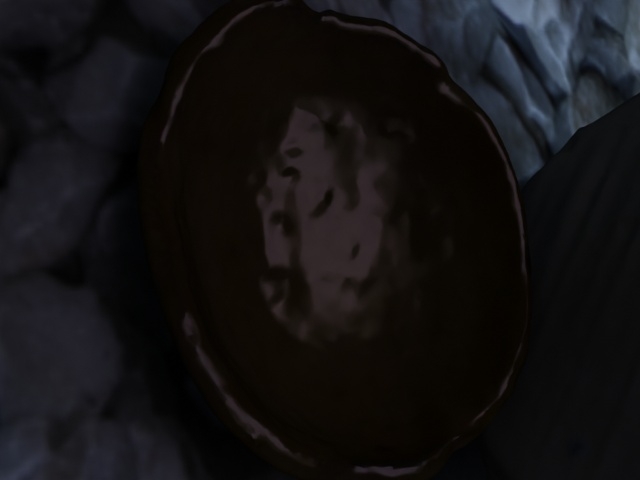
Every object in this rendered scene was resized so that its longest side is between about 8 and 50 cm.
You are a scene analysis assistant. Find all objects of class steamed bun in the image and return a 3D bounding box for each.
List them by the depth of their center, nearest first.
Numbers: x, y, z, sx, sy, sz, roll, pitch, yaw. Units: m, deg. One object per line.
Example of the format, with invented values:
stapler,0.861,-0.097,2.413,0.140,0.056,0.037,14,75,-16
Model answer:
steamed bun,0.240,0.074,0.686,0.309,0.309,0.309,12,73,-43

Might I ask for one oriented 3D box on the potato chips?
potato chips,0.000,0.001,0.619,0.195,0.062,0.208,-41,96,-30
